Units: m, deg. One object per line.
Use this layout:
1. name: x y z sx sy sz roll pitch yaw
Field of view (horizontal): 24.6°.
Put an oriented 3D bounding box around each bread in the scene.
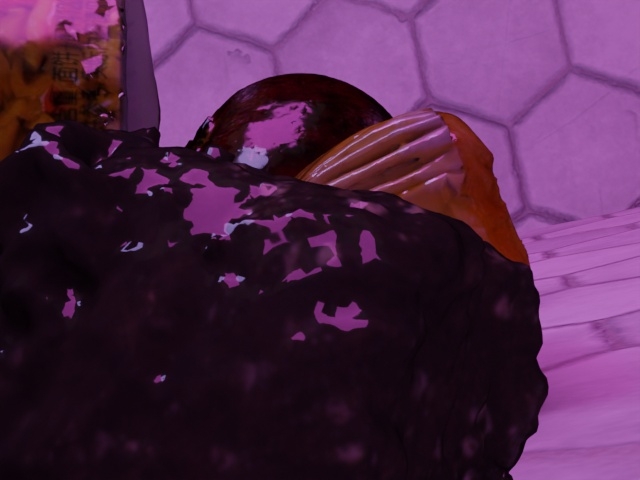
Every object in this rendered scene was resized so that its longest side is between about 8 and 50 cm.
1. bread: 0.037 0.014 0.797 0.119 0.153 0.288 -18 1 -4

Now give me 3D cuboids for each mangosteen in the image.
1. mangosteen: 0.000 0.000 1.160 0.261 0.235 0.235 32 -14 -16

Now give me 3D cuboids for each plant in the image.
1. plant: -0.047 0.041 0.415 0.203 0.142 0.131 11 -6 25

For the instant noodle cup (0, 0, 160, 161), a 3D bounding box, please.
1. instant noodle cup: -0.206 0.003 0.660 0.265 0.340 0.340 -1 1 -3
